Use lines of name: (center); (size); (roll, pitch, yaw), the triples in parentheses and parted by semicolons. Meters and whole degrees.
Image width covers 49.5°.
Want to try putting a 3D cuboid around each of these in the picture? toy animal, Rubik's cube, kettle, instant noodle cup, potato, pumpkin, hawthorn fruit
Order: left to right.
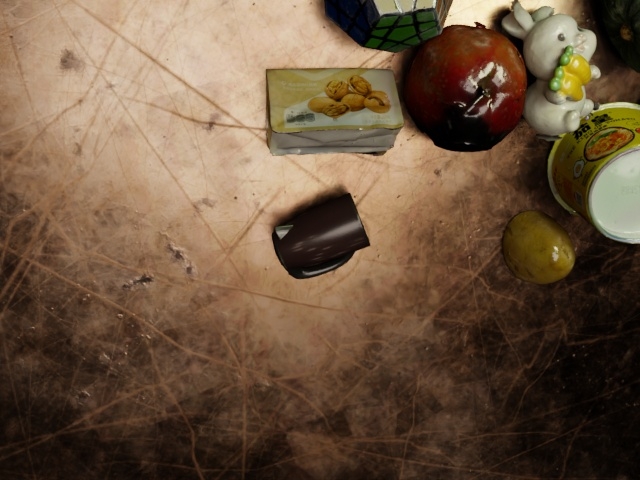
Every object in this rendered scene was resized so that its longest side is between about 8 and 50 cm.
kettle: (0.000, 0.000, 1.760); (0.232, 0.144, 0.202); (-21, 138, 6)
Rubik's cube: (0.155, -0.575, 1.532); (0.264, 0.319, 0.319); (-34, 109, -25)
hawthorn fruit: (0.334, -0.343, 1.611); (0.316, 0.316, 0.316); (-2, 106, -6)
potato: (0.589, 0.031, 1.820); (0.178, 0.158, 0.203); (-3, 102, -7)
toy animal: (0.555, -0.413, 1.652); (0.183, 0.247, 0.310); (-24, 118, -9)
instant noodle cup: (0.746, -0.152, 1.699); (0.325, 0.254, 0.325); (2, 115, 3)
pumpkin: (0.790, -0.529, 1.609); (0.207, 0.300, 0.300); (-30, 107, 8)

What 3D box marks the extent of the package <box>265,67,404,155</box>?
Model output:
package: (0.025, -0.293, 1.677); (0.311, 0.221, 0.165); (-3, 146, -8)
